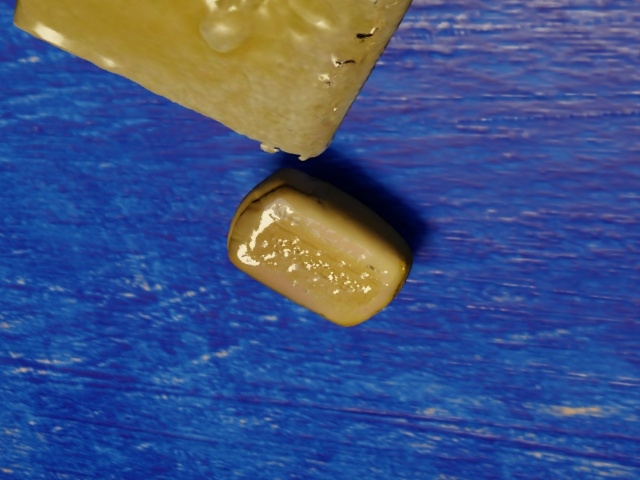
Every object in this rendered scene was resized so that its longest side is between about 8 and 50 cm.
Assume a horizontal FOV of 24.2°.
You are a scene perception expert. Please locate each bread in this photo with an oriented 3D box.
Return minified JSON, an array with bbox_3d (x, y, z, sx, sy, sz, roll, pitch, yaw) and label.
[{"bbox_3d":[0.000,0.000,0.940,0.115,0.056,0.082,27,124,-12],"label":"bread"}]

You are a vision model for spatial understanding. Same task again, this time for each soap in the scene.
[{"bbox_3d":[-0.060,-0.230,0.635,0.304,0.169,0.339,27,147,-3],"label":"soap"}]
